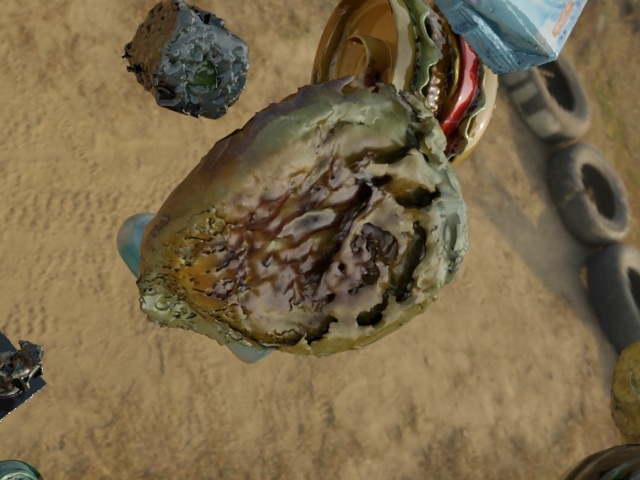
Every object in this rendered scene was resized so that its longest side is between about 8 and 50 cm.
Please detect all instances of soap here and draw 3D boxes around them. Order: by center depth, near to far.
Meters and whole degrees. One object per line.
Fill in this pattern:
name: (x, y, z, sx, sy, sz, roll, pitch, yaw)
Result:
soap: (0.221, -0.312, 0.891, 0.156, 0.077, 0.293, 28, 89, -43)

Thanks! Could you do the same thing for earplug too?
earplug: (-0.205, 0.055, 1.613, 0.324, 0.185, 0.185, 36, 42, -24)

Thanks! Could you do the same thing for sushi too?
sushi: (-0.111, -0.161, 0.806, 0.094, 0.098, 0.084, 23, 11, -35)

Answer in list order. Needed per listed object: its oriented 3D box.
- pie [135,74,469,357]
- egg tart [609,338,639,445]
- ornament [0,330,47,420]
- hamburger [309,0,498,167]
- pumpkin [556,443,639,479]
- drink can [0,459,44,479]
pie: (-0.001, -0.001, 0.805, 0.308, 0.308, 0.085, 38, 16, -36)
egg tart: (0.476, 0.196, 1.271, 0.098, 0.252, 0.231, 29, 83, -15)
ornament: (-0.607, 0.237, 1.848, 0.153, 0.196, 0.166, 50, 44, -2)
hamburger: (0.129, -0.218, 1.322, 0.212, 0.274, 0.274, 8, 61, -29)
pumpkin: (0.343, 0.363, 0.954, 0.239, 0.315, 0.315, -14, 79, -17)
drink can: (-0.457, 0.356, 1.233, 0.118, 0.205, 0.118, 26, 56, -47)
